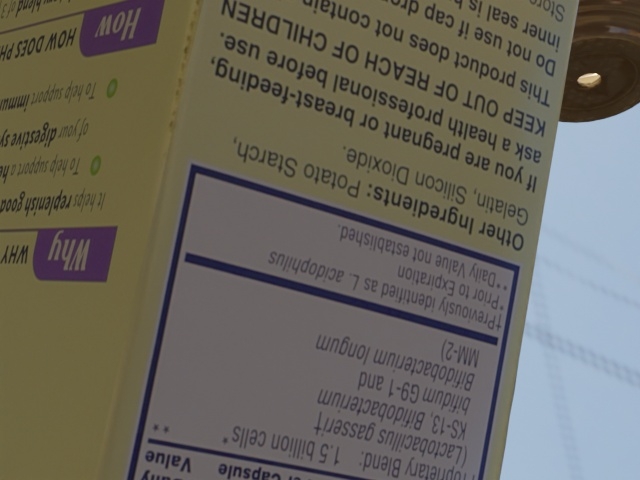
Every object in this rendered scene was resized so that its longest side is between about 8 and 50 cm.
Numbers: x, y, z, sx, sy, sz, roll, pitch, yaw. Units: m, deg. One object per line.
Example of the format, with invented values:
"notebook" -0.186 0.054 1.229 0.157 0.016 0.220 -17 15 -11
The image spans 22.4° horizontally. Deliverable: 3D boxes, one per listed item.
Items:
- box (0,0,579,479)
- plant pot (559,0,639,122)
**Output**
"box" -0.048 -0.020 0.464 0.117 0.243 0.213 17 -11 -35
"plant pot" 0.214 -0.175 1.337 0.237 0.237 0.110 99 -11 -57
